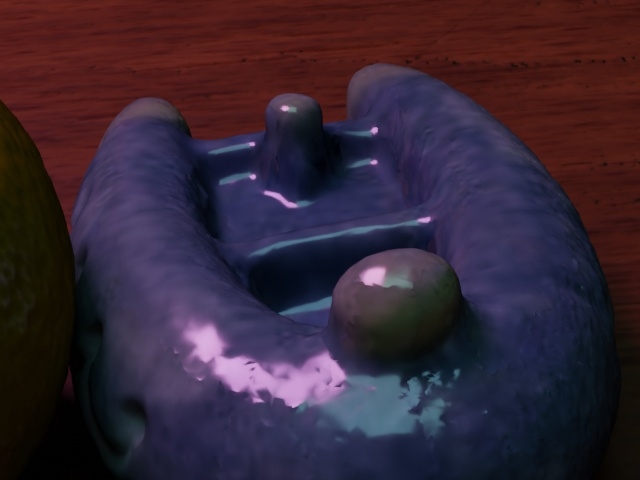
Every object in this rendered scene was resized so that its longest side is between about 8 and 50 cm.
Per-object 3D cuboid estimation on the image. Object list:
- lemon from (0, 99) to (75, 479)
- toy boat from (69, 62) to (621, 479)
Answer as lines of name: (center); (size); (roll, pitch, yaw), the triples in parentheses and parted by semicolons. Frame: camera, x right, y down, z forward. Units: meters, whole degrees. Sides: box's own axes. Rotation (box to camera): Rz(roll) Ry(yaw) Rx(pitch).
lemon: (-0.177, 0.029, 0.449); (0.184, 0.184, 0.248); (-6, 52, -2)
toy boat: (0.000, 0.000, 0.518); (0.215, 0.123, 0.330); (-7, 34, -6)
